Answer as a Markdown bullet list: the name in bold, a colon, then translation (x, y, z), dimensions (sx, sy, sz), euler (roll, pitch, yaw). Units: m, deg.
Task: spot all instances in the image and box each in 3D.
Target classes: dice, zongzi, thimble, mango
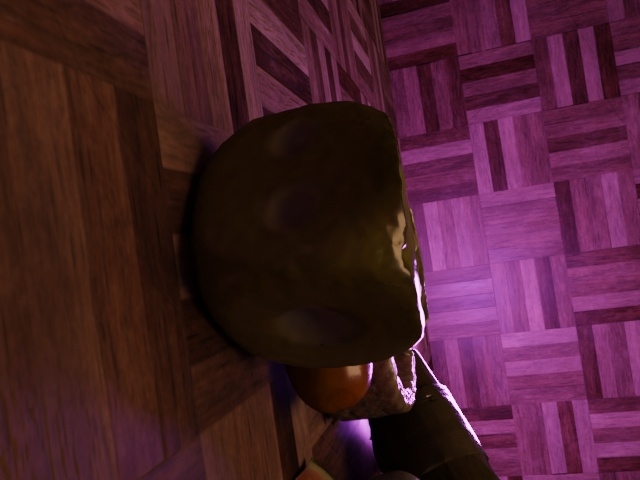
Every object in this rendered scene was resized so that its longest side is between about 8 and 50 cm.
- **dice**: translation (0.000, 0.000, 0.680), dimensions (0.238, 0.226, 0.233), euler (65, 22, -49)
- **zongzi**: translation (0.225, 0.487, 1.116), dimensions (0.447, 0.181, 0.418), euler (-119, -160, -48)
- **thimble**: translation (0.078, 0.207, 1.021), dimensions (0.229, 0.148, 0.196), euler (-46, 123, -72)
- **mango**: translation (0.011, 0.144, 0.849), dimensions (0.221, 0.120, 0.151), euler (-93, 165, -47)

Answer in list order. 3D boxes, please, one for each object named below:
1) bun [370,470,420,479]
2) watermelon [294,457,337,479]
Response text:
- **bun**: translation (0.111, 0.506, 0.880), dimensions (0.283, 0.179, 0.283), euler (164, -90, -75)
- **watermelon**: translation (-0.017, 0.373, 0.737), dimensions (0.119, 0.063, 0.245), euler (49, 17, 2)
